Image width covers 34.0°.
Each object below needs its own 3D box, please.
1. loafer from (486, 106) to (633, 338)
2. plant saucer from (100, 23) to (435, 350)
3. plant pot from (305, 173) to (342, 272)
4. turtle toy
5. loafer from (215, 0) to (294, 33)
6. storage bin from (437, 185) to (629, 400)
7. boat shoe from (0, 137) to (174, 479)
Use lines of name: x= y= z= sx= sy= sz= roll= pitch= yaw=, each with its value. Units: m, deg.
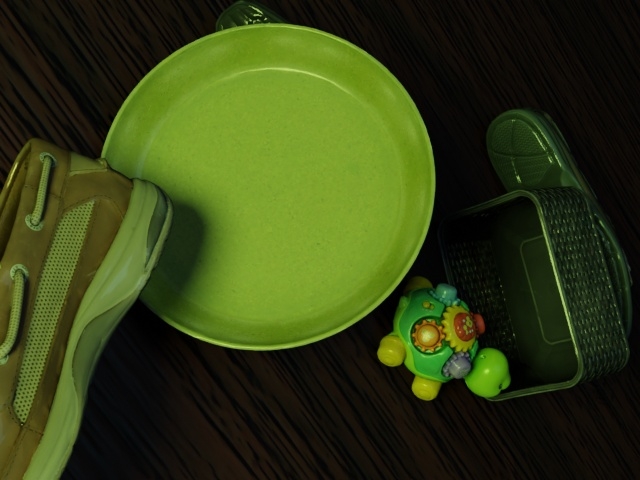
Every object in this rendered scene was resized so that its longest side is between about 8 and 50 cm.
loafer: x=0.264 y=-0.019 z=1.090 sx=0.084 sy=0.096 sz=0.267 roll=-24 pitch=90 yaw=-51
plant saucer: x=-0.038 y=-0.038 z=0.755 sx=0.037 sy=0.241 sz=0.241 roll=71 pitch=11 yaw=-76
plant pot: x=0.000 y=0.000 z=0.824 sx=0.109 sy=0.096 sz=0.109 roll=6 pitch=72 yaw=-42
turtle toy: x=0.114 y=0.091 z=0.920 sx=0.130 sy=0.066 sz=0.095 roll=45 pitch=49 yaw=-22
loafer: x=-0.003 y=-0.114 z=0.889 sx=0.223 sy=0.076 sz=0.078 roll=46 pitch=18 yaw=-16
storage bin: x=0.197 y=0.049 z=0.975 sx=0.084 sy=0.122 sz=0.180 roll=-7 pitch=80 yaw=-45
boat shoe: x=-0.196 y=0.072 z=0.607 sx=0.116 sy=0.123 sz=0.324 roll=36 pitch=47 yaw=-21
